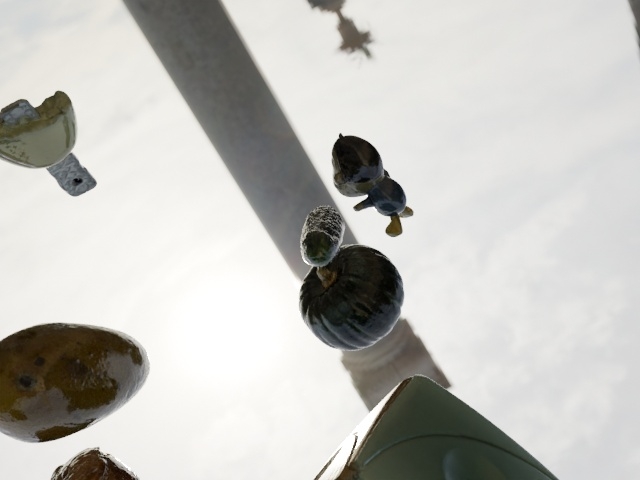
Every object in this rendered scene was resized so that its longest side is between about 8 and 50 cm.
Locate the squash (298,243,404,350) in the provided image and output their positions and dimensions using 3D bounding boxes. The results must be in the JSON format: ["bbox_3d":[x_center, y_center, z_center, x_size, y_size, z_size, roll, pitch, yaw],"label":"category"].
[{"bbox_3d":[0.057,0.108,2.048,0.218,0.172,0.218,-20,-115,52],"label":"squash"}]

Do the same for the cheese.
[{"bbox_3d":[-0.354,-0.117,1.391,0.127,0.235,0.050,-29,-117,-3],"label":"cheese"}]

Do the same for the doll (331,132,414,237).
[{"bbox_3d":[0.071,-0.085,1.595,0.089,0.179,0.102,-11,-149,39],"label":"doll"}]

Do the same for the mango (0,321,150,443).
[{"bbox_3d":[-0.359,0.204,1.570,0.176,0.175,0.329,14,-177,33],"label":"mango"}]

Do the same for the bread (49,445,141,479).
[{"bbox_3d":[-0.353,0.401,1.677,0.134,0.129,0.260,-58,-162,8],"label":"bread"}]

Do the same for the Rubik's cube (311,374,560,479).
[{"bbox_3d":[0.130,0.457,1.566,0.352,0.351,0.347,-51,176,30],"label":"Rubik's cube"}]

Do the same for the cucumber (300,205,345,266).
[{"bbox_3d":[0.001,-0.001,1.820,0.074,0.074,0.241,-26,-169,10],"label":"cucumber"}]
